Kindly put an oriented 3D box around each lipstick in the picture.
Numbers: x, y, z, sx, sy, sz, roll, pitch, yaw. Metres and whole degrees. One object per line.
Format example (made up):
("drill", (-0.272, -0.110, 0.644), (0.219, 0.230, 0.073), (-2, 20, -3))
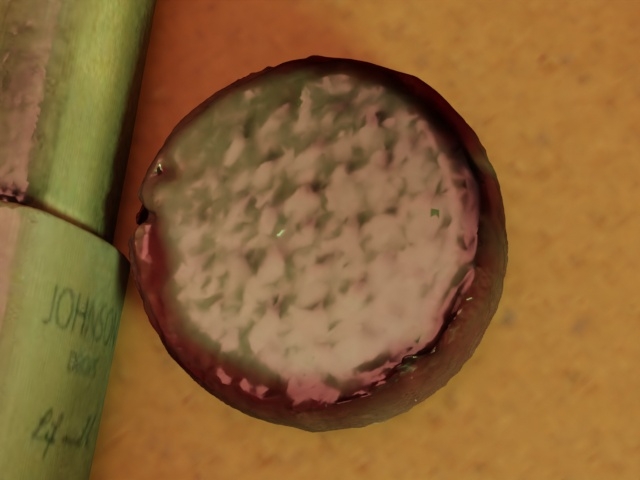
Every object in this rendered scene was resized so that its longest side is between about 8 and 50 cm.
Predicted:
("lipstick", (-0.093, 0.000, 0.342), (0.077, 0.079, 0.253), (8, 80, 13))

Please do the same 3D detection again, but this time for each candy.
("candy", (0.000, 0.000, 0.346), (0.103, 0.043, 0.103), (-2, 78, 8))
